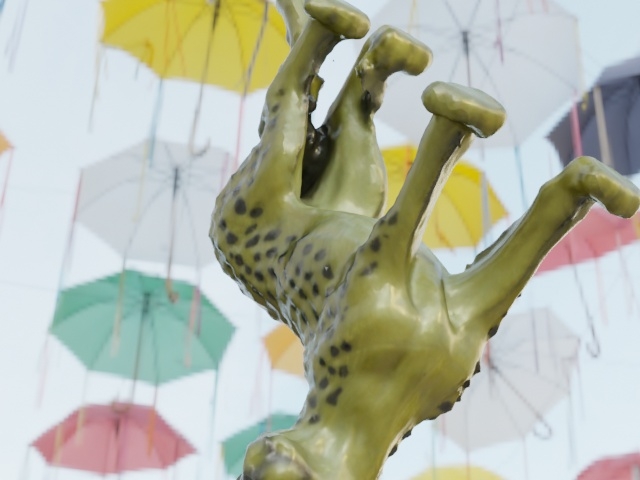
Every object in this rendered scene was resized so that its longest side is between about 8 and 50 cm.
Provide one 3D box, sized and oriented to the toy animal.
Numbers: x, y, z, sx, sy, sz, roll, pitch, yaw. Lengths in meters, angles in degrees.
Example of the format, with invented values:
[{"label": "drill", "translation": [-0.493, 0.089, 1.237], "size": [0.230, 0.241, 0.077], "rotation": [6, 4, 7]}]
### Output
[{"label": "toy animal", "translation": [0.000, 0.000, 0.429], "size": [0.073, 0.181, 0.136], "rotation": [24, -76, -35]}]
